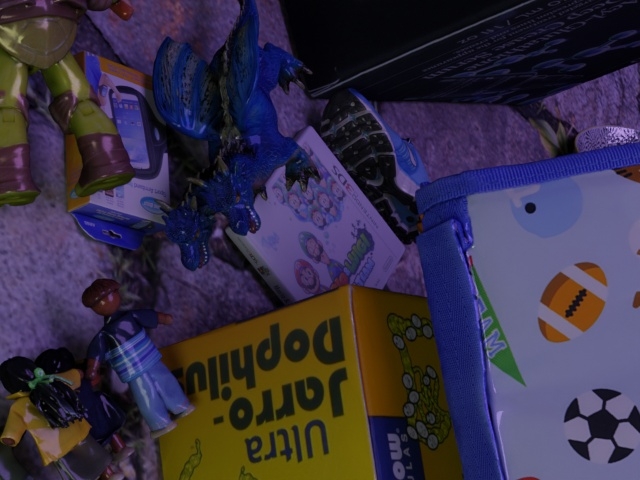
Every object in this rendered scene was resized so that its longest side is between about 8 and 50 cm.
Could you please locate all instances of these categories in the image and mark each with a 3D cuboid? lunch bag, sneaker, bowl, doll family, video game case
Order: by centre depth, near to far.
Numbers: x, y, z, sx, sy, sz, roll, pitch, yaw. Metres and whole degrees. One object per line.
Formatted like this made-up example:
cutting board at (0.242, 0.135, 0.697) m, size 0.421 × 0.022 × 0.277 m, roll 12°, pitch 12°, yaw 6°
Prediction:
doll family at (-0.159, 0.103, 0.964) m, size 0.111 × 0.076 × 0.193 m, roll 58°, pitch 33°, yaw -8°
lunch bag at (0.251, 0.101, 1.009) m, size 0.385 × 0.239 × 0.328 m, roll -5°, pitch 78°, yaw -29°
video game case at (0.000, 0.000, 1.245) m, size 0.143 × 0.019 × 0.157 m, roll 52°, pitch 40°, yaw -16°
sneaker at (0.052, -0.072, 1.332) m, size 0.162 × 0.063 × 0.073 m, roll 56°, pitch 26°, yaw -30°
bowl at (0.350, -0.052, 1.647) m, size 0.170 × 0.170 × 0.080 m, roll -34°, pitch 145°, yaw -53°

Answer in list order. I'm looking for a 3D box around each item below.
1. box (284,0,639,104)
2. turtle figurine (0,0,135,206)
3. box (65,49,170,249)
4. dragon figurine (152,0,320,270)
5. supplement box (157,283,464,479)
box at (0.188, -0.271, 1.390) m, size 0.395 × 0.293 × 0.212 m, roll -6°, pitch 79°, yaw -52°
turtle figurine at (-0.187, -0.138, 1.009) m, size 0.269 × 0.087 × 0.217 m, roll -10°, pitch 83°, yaw -45°
box at (-0.147, -0.063, 1.089) m, size 0.081 × 0.028 × 0.136 m, roll 17°, pitch 59°, yaw -47°
dragon figurine at (-0.070, -0.114, 1.130) m, size 0.144 × 0.085 × 0.289 m, roll 31°, pitch 51°, yaw -63°
supplement box at (0.073, 0.165, 1.120) m, size 0.356 × 0.194 × 0.195 m, roll 11°, pitch 65°, yaw -49°
